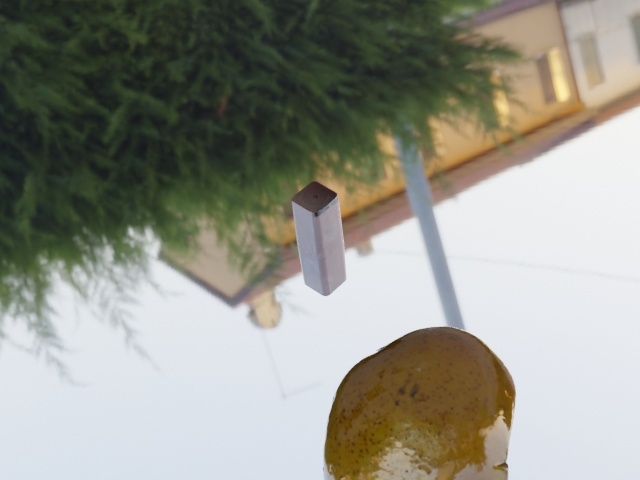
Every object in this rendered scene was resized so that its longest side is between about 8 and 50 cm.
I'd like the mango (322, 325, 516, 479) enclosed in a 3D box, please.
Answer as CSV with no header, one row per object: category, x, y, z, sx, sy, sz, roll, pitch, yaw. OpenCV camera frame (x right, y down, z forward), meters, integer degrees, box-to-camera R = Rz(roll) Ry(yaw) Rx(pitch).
mango,0.096,0.230,0.994,0.191,0.290,0.160,5,-174,12

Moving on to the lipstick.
lipstick,0.000,0.000,1.169,0.045,0.145,0.045,29,-124,31
